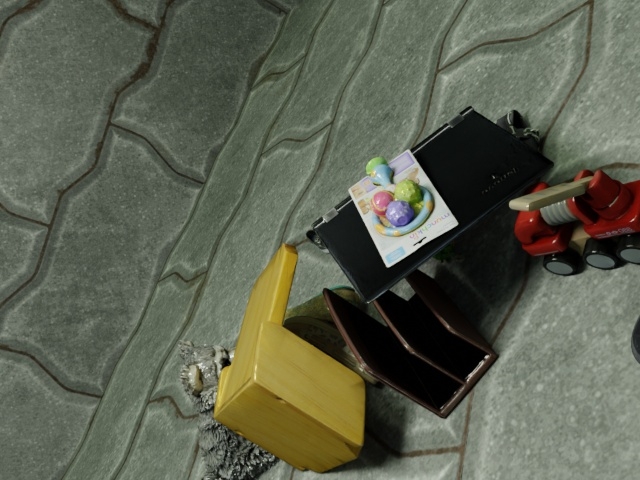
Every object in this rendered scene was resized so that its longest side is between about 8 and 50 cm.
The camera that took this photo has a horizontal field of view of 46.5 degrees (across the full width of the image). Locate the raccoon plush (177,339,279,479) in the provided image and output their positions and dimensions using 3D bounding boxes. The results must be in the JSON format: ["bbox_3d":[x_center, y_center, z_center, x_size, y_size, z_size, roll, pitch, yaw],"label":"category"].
[{"bbox_3d":[-0.265,0.443,1.687,0.447,0.299,0.216,-62,26,-8],"label":"raccoon plush"}]

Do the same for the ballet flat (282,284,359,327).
[{"bbox_3d":[-0.036,0.206,1.777,0.348,0.123,0.123,-28,38,47],"label":"ballet flat"}]

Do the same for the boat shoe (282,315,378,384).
[{"bbox_3d":[0.019,0.229,1.581,0.285,0.104,0.089,7,65,43],"label":"boat shoe"}]

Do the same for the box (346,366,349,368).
[{"bbox_3d":[0.029,0.298,1.643,0.136,0.028,0.081,-31,36,40],"label":"box"}]

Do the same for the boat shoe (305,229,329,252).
[{"bbox_3d":[0.000,0.000,2.018,0.049,0.040,0.142,-59,25,-4],"label":"boat shoe"}]

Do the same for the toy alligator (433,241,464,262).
[{"bbox_3d":[0.249,0.021,1.541,0.190,0.056,0.051,-121,24,-61],"label":"toy alligator"}]

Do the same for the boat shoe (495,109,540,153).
[{"bbox_3d":[0.403,-0.209,1.494,0.065,0.075,0.206,-52,21,19],"label":"boat shoe"}]

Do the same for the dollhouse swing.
[{"bbox_3d":[-0.037,0.238,1.492,0.305,0.315,0.347,-61,5,-31],"label":"dollhouse swing"}]

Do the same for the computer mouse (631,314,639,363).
[{"bbox_3d":[0.515,0.077,0.983,0.272,0.072,0.188,-52,21,-17],"label":"computer mouse"}]

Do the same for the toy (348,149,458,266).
[{"bbox_3d":[0.127,-0.074,1.292,0.136,0.056,0.237,-33,37,9],"label":"toy"}]

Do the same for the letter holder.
[{"bbox_3d":[0.146,0.146,1.383,0.152,0.214,0.302,-52,25,11],"label":"letter holder"}]

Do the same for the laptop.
[{"bbox_3d":[0.207,-0.042,1.425,0.382,0.408,0.236,-36,69,1],"label":"laptop"}]

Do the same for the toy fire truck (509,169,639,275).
[{"bbox_3d":[0.374,-0.044,1.152,0.217,0.246,0.159,-15,47,55],"label":"toy fire truck"}]
